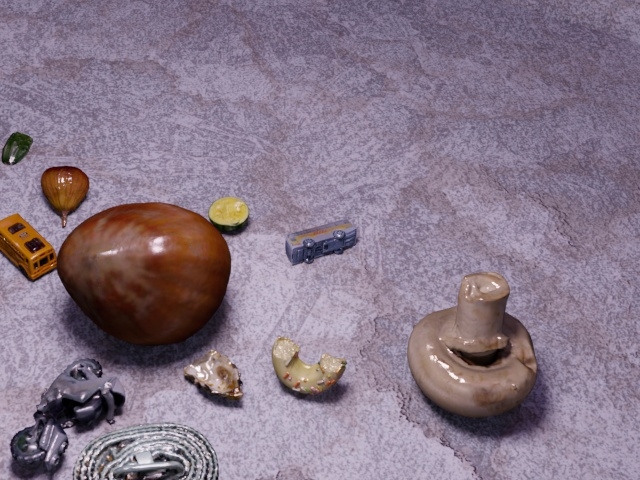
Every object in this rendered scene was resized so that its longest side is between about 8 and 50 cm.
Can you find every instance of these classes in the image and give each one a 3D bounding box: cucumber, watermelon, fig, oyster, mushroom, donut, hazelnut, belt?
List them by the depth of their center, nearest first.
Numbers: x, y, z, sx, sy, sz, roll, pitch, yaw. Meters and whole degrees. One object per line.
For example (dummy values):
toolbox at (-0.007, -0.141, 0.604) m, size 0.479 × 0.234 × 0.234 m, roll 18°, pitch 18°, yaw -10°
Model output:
belt at (-0.335, 0.452, 1.578) m, size 0.294 × 0.161 × 0.207 m, roll 0°, pitch 46°, yaw -9°
oyster at (-0.221, 0.301, 1.820) m, size 0.103 × 0.051 × 0.148 m, roll -26°, pitch 40°, yaw -27°
mushroom at (0.340, 0.220, 1.820) m, size 0.292 × 0.290 × 0.293 m, roll 4°, pitch 41°, yaw -3°
donut at (-0.034, 0.282, 1.825) m, size 0.165 × 0.108 × 0.065 m, roll 17°, pitch 25°, yaw 5°
hazelnut at (-0.374, 0.065, 1.827) m, size 0.365 × 0.366 × 0.366 m, roll 4°, pitch 45°, yaw -4°
fig at (-0.642, -0.118, 2.153) m, size 0.119 × 0.153 × 0.119 m, roll -13°, pitch 8°, yaw 2°
watermelon at (-0.234, -0.061, 2.166) m, size 0.105 × 0.062 × 0.106 m, roll 0°, pitch 50°, yaw 0°
cucumber at (-0.824, -0.249, 2.279) m, size 0.067 × 0.035 × 0.108 m, roll 8°, pitch 47°, yaw -3°

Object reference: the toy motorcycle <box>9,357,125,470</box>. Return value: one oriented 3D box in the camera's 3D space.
toy motorcycle at (-0.494, 0.347, 1.699) m, size 0.159 × 0.106 × 0.270 m, roll 13°, pitch 41°, yaw 12°

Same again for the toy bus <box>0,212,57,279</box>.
toy bus at (-0.711, 0.002, 2.011) m, size 0.194 × 0.088 × 0.083 m, roll 37°, pitch 52°, yaw 25°

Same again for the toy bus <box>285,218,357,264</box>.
toy bus at (0.000, 0.000, 2.143) m, size 0.190 × 0.064 × 0.075 m, roll -15°, pitch 44°, yaw -22°
